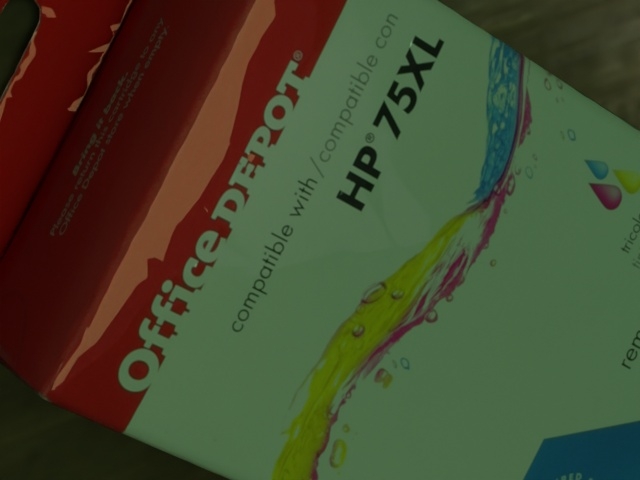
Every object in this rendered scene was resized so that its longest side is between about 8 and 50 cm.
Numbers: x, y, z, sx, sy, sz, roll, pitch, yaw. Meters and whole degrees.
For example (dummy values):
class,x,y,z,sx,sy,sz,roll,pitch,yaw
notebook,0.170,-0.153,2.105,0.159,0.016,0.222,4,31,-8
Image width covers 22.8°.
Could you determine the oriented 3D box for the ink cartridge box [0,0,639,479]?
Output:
class,x,y,z,sx,sy,sz,roll,pitch,yaw
ink cartridge box,0.000,0.000,0.434,0.231,0.078,0.134,27,88,-29
